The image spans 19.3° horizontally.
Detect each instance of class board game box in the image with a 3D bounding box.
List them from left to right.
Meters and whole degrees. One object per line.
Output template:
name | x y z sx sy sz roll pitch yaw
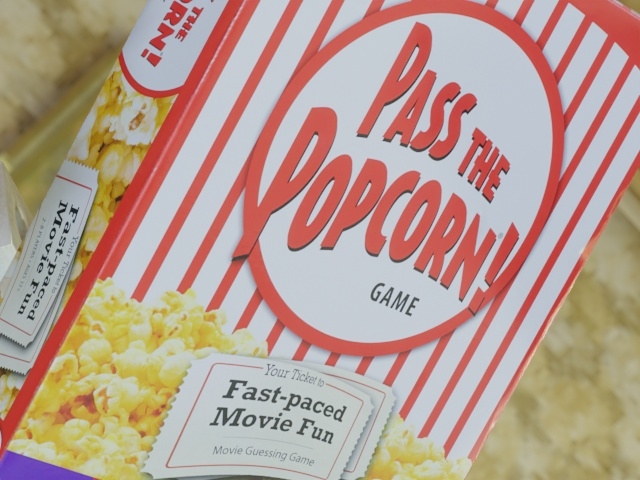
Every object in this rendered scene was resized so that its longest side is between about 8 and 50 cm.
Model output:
board game box | 0.000 0.000 0.513 0.045 0.146 0.193 36 -79 51

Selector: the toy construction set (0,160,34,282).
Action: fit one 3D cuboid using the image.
toy construction set | -0.215 0.045 0.688 0.327 0.215 0.151 -6 -142 13
